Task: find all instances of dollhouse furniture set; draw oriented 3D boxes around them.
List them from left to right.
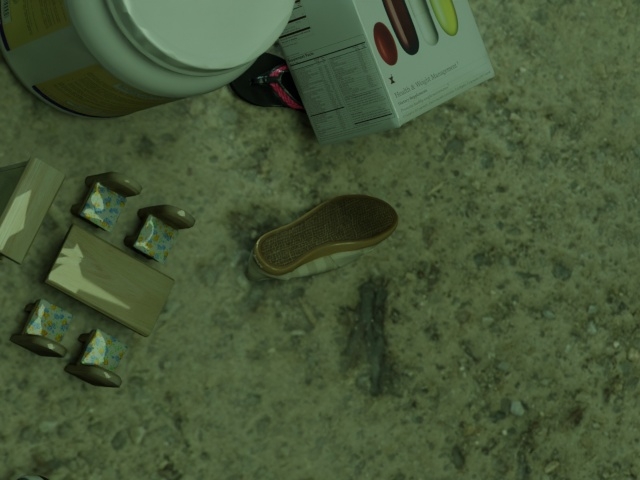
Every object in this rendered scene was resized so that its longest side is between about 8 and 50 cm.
[{"bbox_3d":[-0.265,0.019,1.855,0.242,0.161,0.212,31,73,-25],"label":"dollhouse furniture set"}]

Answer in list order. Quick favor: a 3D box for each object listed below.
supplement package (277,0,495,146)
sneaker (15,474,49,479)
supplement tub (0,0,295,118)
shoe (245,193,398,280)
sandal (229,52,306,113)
[{"bbox_3d":[0.072,-0.249,2.047,0.194,0.149,0.203,-31,103,-41],"label":"supplement package"},{"bbox_3d":[-0.387,0.389,1.798,0.178,0.124,0.295,15,82,-38],"label":"sneaker"},{"bbox_3d":[-0.191,-0.263,1.813,0.241,0.331,0.241,1,87,-30],"label":"supplement tub"},{"bbox_3d":[0.000,0.000,2.074,0.219,0.058,0.076,-19,66,-33],"label":"shoe"},{"bbox_3d":[-0.029,-0.188,2.068,0.179,0.040,0.067,15,80,-28],"label":"sandal"}]
